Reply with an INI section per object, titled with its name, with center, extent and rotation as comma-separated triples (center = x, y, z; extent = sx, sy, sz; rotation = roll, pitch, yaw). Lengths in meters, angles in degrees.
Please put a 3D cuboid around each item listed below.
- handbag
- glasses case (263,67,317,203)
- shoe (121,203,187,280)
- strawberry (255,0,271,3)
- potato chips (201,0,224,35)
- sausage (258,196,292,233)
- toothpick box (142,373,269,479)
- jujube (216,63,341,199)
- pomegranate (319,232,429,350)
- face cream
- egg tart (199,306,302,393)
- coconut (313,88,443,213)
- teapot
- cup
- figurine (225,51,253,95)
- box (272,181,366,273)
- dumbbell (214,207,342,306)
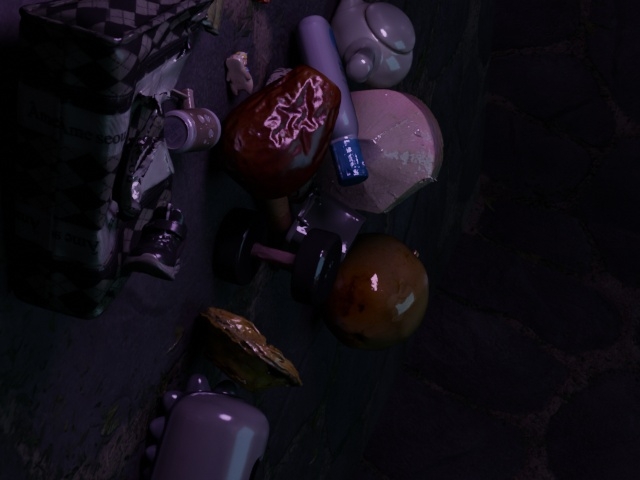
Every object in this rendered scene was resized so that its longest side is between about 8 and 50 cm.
[handbag]
center = -0.274, -0.143, 1.427
extent = 0.317, 0.180, 0.416
rotation = -52, 159, -57
[glasses case]
center = -0.062, -0.205, 2.156
extent = 0.355, 0.085, 0.137
rotation = 75, 31, -58
[shoe]
center = -0.213, -0.002, 1.422
extent = 0.169, 0.071, 0.099
rotation = -103, -150, -87
[strawberry]
center = -0.086, -0.501, 1.905
extent = 0.104, 0.048, 0.152
rotation = -31, 130, -61
[potato chips]
center = -0.158, -0.513, 1.592
extent = 0.373, 0.097, 0.389
rotation = 33, 72, -71
[sausage]
center = -0.105, -0.104, 2.150
extent = 0.301, 0.065, 0.066
rotation = 74, 35, -61
[toothpick box]
center = -0.225, 0.414, 1.995
extent = 0.229, 0.229, 0.316
rotation = 32, 72, -72
[jujube]
center = -0.069, -0.198, 1.923
extent = 0.255, 0.190, 0.190
rotation = -53, 161, -1
[pomegranate]
center = 0.142, 0.124, 2.731
extent = 0.319, 0.319, 0.319
rotation = 15, 90, -73
[face cream]
center = 0.024, -0.272, 2.114
extent = 0.163, 0.080, 0.337
rotation = 62, 13, -75
[egg tart]
center = -0.145, 0.220, 2.033
extent = 0.106, 0.241, 0.241
rotation = -52, 158, -10
[coconut]
center = 0.121, -0.199, 2.375
extent = 0.309, 0.297, 0.297
rotation = -29, 132, -70
[teapot]
center = 0.119, -0.402, 2.281
extent = 0.149, 0.220, 0.318
rotation = -44, -144, 38
[cup]
center = -0.213, -0.192, 1.719
extent = 0.099, 0.074, 0.102
rotation = -23, 126, -68
[figurine]
center = -0.144, -0.304, 1.905
extent = 0.051, 0.047, 0.083
rotation = -78, 163, -49
[box]
center = 0.000, 0.000, 2.310
extent = 0.163, 0.135, 0.243
rotation = -61, 179, -25
[dumbbell]
center = -0.081, 0.033, 2.072
extent = 0.152, 0.218, 0.152
rotation = 15, 90, -73
